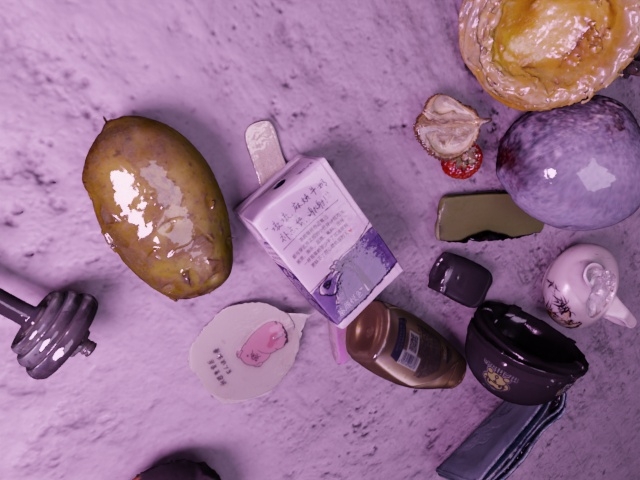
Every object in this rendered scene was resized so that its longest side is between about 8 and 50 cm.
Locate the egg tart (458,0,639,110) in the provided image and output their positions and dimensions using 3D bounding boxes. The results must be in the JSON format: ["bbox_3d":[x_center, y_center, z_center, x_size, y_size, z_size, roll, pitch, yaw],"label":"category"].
[{"bbox_3d":[0.368,-0.351,0.797,0.289,0.118,0.288,6,131,7],"label":"egg tart"}]

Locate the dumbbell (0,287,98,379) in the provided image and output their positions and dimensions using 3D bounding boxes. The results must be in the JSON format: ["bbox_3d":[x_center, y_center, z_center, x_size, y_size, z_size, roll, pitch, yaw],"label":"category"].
[{"bbox_3d":[-0.360,0.061,0.534,0.254,0.110,0.110,42,82,-30],"label":"dumbbell"}]

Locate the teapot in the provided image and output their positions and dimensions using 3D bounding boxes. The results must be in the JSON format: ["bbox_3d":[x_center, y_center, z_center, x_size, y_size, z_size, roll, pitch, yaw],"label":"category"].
[{"bbox_3d":[0.638,0.118,1.159,0.300,0.166,0.208,32,77,-26],"label":"teapot"}]

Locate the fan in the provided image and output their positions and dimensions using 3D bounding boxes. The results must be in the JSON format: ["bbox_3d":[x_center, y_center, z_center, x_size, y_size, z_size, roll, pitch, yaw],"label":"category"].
[{"bbox_3d":[-0.054,0.145,0.785,0.310,0.010,0.182,-29,118,-12],"label":"fan"}]

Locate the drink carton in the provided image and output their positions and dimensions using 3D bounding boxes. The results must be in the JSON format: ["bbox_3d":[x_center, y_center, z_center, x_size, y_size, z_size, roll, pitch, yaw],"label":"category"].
[{"bbox_3d":[-0.001,0.000,0.710,0.134,0.102,0.222,-42,117,-10],"label":"drink carton"}]

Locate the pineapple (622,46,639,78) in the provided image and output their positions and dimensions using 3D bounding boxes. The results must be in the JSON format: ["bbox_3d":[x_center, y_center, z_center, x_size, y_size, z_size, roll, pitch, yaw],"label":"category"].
[{"bbox_3d":[0.696,-0.433,0.982,0.358,0.223,0.222,-12,114,-10],"label":"pineapple"}]

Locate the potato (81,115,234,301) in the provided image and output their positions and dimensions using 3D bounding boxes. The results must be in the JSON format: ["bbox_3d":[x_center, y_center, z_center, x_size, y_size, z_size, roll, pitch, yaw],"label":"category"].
[{"bbox_3d":[-0.192,-0.037,0.600,0.149,0.113,0.251,-31,112,-11],"label":"potato"}]

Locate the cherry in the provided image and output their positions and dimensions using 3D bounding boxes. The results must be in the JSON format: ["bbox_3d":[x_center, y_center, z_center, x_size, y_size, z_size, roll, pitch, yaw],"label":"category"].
[{"bbox_3d":[0.474,-0.143,0.917,0.297,0.218,0.254,-7,90,-19],"label":"cherry"}]

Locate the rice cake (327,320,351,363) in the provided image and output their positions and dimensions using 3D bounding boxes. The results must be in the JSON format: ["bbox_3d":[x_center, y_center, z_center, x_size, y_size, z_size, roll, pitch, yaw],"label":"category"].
[{"bbox_3d":[0.028,0.121,0.838,0.047,0.036,0.206,-26,119,-34],"label":"rice cake"}]

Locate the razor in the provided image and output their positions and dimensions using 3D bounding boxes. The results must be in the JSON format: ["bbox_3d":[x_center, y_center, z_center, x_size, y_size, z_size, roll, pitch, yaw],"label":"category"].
[{"bbox_3d":[0.281,0.079,0.974,0.148,0.054,0.090,24,89,-37],"label":"razor"}]

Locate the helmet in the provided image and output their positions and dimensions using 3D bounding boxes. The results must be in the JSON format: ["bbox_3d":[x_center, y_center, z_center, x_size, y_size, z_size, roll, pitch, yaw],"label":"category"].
[{"bbox_3d":[0.396,0.246,1.000,0.279,0.231,0.160,-11,128,-50],"label":"helmet"}]

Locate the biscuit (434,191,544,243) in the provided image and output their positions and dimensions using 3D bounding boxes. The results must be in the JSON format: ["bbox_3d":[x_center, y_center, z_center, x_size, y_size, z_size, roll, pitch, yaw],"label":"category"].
[{"bbox_3d":[0.346,-0.048,0.980,0.323,0.038,0.099,-5,106,-30],"label":"biscuit"}]

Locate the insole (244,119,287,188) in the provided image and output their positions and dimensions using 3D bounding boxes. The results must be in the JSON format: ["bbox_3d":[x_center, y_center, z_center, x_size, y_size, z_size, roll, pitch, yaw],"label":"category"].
[{"bbox_3d":[-0.067,-0.082,0.722,0.063,0.010,0.191,-26,119,-22],"label":"insole"}]

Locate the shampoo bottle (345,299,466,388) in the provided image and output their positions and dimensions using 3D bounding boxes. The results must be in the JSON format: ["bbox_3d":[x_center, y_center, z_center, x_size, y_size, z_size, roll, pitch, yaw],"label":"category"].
[{"bbox_3d":[0.177,0.213,0.919,0.350,0.084,0.125,33,63,-45],"label":"shampoo bottle"}]

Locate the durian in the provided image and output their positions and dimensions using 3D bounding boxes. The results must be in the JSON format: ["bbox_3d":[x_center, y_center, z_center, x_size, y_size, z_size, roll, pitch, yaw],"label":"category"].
[{"bbox_3d":[0.214,-0.193,0.823,0.140,0.071,0.110,-11,107,-12],"label":"durian"}]

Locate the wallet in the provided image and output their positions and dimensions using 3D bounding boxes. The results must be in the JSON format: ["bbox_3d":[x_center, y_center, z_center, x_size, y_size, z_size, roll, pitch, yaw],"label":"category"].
[{"bbox_3d":[0.400,0.438,1.092,0.290,0.054,0.251,-39,167,-16],"label":"wallet"}]

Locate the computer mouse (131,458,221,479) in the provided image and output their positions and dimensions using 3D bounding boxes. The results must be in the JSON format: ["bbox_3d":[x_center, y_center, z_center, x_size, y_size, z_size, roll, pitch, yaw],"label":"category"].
[{"bbox_3d":[-0.269,0.470,0.725,0.183,0.116,0.323,45,74,-33],"label":"computer mouse"}]

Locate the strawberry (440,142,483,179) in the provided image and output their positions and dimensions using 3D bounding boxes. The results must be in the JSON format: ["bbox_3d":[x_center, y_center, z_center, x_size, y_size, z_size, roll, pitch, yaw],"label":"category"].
[{"bbox_3d":[0.253,-0.140,0.879,0.073,0.073,0.083,-60,162,-1],"label":"strawberry"}]
